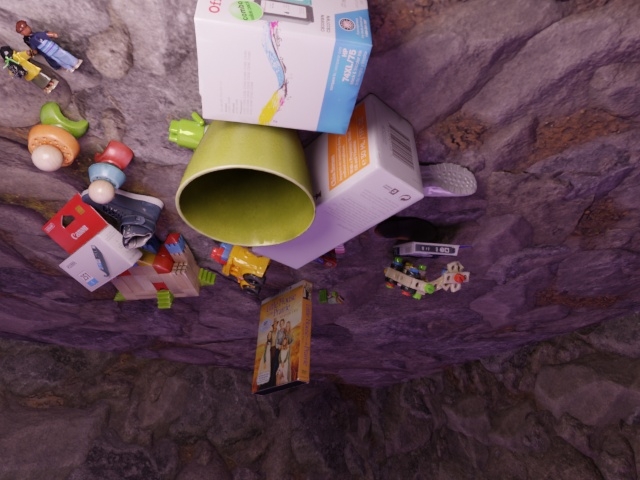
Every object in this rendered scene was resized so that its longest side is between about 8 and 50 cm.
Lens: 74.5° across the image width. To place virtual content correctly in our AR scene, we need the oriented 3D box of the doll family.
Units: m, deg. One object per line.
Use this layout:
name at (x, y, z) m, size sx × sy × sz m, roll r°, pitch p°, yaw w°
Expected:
doll family at (-0.559, -0.360, 0.826) m, size 0.193 × 0.076 × 0.111 m, roll -24°, pitch 138°, yaw 25°

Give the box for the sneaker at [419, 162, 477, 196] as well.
sneaker at (0.318, -0.159, 1.180) m, size 0.235 × 0.090 × 0.095 m, roll 6°, pitch 161°, yaw -4°

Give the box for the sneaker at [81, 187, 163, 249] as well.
sneaker at (-0.590, -0.064, 1.223) m, size 0.226 × 0.163 × 0.086 m, roll 9°, pitch 149°, yaw -14°

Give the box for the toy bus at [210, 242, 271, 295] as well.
toy bus at (-0.286, 0.083, 1.507) m, size 0.211 × 0.149 × 0.220 m, roll 19°, pitch 148°, yaw -7°

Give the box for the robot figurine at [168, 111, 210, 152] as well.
robot figurine at (-0.301, -0.252, 1.009) m, size 0.115 × 0.067 × 0.101 m, roll 8°, pitch 136°, yaw -15°

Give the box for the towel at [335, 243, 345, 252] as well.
towel at (0.000, 0.000, 1.470) m, size 0.144 × 0.029 × 0.197 m, roll -10°, pitch 148°, yaw 12°

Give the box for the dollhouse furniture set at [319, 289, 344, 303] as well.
dollhouse furniture set at (0.049, 0.275, 1.895) m, size 0.076 × 0.058 × 0.152 m, roll -16°, pitch 146°, yaw 24°

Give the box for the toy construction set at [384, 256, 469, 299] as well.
toy construction set at (0.354, 0.139, 1.493) m, size 0.215 × 0.151 × 0.328 m, roll 18°, pitch 169°, yaw -25°

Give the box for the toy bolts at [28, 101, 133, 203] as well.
toy bolts at (-0.605, -0.179, 1.033) m, size 0.218 × 0.158 × 0.228 m, roll -26°, pitch 141°, yaw 35°

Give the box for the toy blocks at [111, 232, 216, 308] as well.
toy blocks at (-0.603, 0.092, 1.499) m, size 0.381 × 0.190 × 0.261 m, roll -5°, pitch 137°, yaw 8°

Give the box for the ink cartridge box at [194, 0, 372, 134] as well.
ink cartridge box at (-0.069, -0.339, 0.747) m, size 0.270 × 0.198 × 0.197 m, roll 4°, pitch 149°, yaw -9°

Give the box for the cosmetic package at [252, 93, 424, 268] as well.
cosmetic package at (0.022, -0.126, 1.074) m, size 0.161 × 0.230 × 0.453 m, roll 24°, pitch 140°, yaw -34°

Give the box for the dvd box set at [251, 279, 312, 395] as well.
dvd box set at (-0.157, 0.405, 1.759) m, size 0.062 × 0.420 × 0.308 m, roll 28°, pitch 139°, yaw -34°

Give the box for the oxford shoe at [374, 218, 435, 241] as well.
oxford shoe at (0.281, -0.035, 1.402) m, size 0.212 × 0.076 × 0.076 m, roll 5°, pitch 179°, yaw -15°

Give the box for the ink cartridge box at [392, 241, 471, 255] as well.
ink cartridge box at (0.379, 0.037, 1.448) m, size 0.208 × 0.045 × 0.206 m, roll 3°, pitch 175°, yaw -8°

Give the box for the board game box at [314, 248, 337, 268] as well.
board game box at (-0.074, -0.019, 1.301) m, size 0.281 × 0.145 × 0.027 m, roll 23°, pitch 128°, yaw -27°

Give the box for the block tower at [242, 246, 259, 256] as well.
block tower at (-0.267, -0.064, 1.298) m, size 0.097 × 0.091 × 0.335 m, roll -18°, pitch 144°, yaw 25°

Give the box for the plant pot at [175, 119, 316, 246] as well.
plant pot at (-0.149, -0.181, 0.913) m, size 0.275 × 0.293 × 0.275 m, roll -1°, pitch 149°, yaw -1°

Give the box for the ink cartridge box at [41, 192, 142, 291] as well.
ink cartridge box at (-0.754, 0.019, 1.347) m, size 0.296 × 0.066 × 0.261 m, roll -25°, pitch 116°, yaw 35°
